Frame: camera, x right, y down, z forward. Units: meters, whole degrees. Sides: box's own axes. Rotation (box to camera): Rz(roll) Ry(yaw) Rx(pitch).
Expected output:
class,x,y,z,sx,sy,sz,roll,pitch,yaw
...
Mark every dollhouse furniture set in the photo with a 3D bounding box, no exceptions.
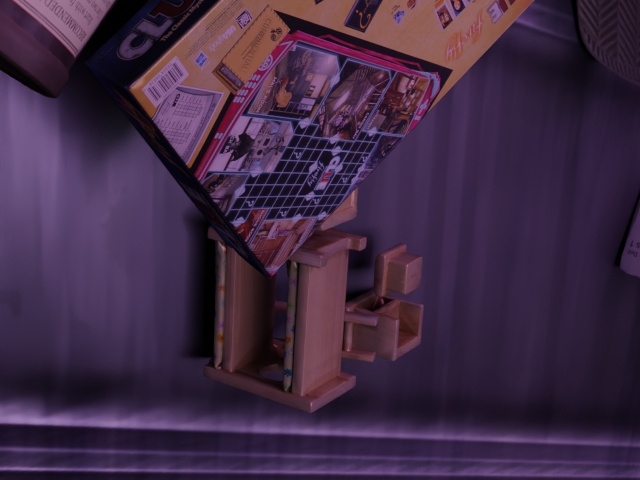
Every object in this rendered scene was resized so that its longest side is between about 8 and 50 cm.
class,x,y,z,sx,sy,sz,roll,pitch,yaw
dollhouse furniture set,0.000,0.000,0.836,0.161,0.101,0.182,-22,121,-54

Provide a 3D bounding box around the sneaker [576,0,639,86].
class,x,y,z,sx,sy,sz,roll,pitch,yaw
sneaker,0.271,-0.282,0.845,0.148,0.131,0.350,-29,142,-19

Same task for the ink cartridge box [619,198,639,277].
class,x,y,z,sx,sy,sz,roll,pitch,yaw
ink cartridge box,0.403,0.018,1.050,0.219,0.160,0.092,9,101,-37

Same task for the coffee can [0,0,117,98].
class,x,y,z,sx,sy,sz,roll,pitch,yaw
coffee can,-0.135,-0.237,0.564,0.201,0.201,0.275,37,84,-38

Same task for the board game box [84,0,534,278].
class,x,y,z,sx,sy,sz,roll,pitch,yaw
board game box,0.010,-0.118,0.640,0.243,0.042,0.165,-46,138,-12
